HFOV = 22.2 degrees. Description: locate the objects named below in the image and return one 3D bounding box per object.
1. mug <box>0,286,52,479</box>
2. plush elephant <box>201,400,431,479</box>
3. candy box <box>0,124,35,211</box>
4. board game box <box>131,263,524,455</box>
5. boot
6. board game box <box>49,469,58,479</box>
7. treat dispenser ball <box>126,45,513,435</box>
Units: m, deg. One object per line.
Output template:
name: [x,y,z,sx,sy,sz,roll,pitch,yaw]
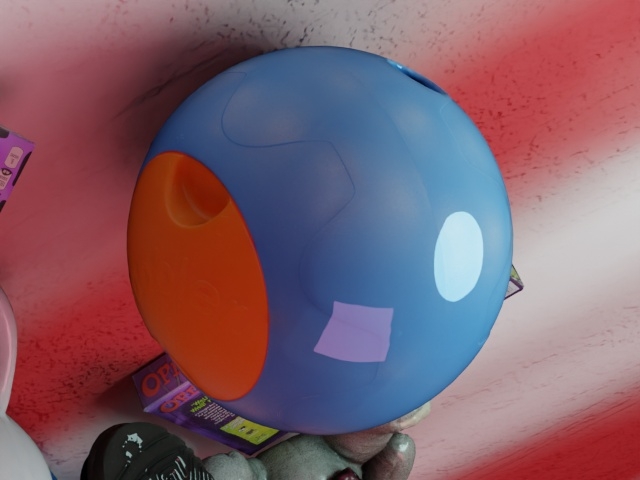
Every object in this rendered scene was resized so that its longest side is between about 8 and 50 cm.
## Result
mug: [-0.370,0.177,1.297,0.328,0.276,0.374,14,101,-47]
plush elephant: [0.005,0.336,1.712,0.271,0.255,0.330,-22,163,-21]
candy box: [-0.310,-0.016,1.103,0.165,0.070,0.196,27,91,-53]
board game box: [0.011,0.089,1.599,0.346,0.056,0.208,-32,153,14]
boot: [-0.204,0.337,1.587,0.260,0.131,0.348,-10,115,34]
board game box: [-0.404,0.314,1.626,0.302,0.086,0.308,-21,149,-3]
treat dispenser ball: [0.000,0.000,1.213,0.288,0.288,0.288,-17,149,-11]
